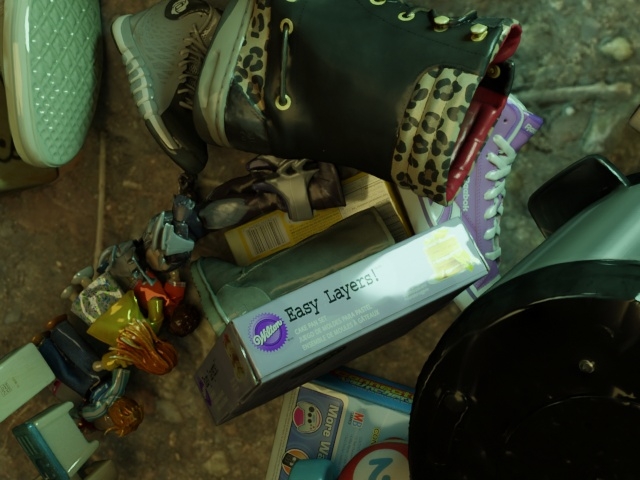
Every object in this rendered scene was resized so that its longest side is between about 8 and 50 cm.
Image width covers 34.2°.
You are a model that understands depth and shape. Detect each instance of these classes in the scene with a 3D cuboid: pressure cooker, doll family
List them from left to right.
[{"bbox_3d":[-0.253,0.140,1.224,0.163,0.118,0.263,42,109,10],"label":"doll family"},{"bbox_3d":[0.317,0.139,0.898,0.375,0.420,0.370,13,114,28],"label":"pressure cooker"}]

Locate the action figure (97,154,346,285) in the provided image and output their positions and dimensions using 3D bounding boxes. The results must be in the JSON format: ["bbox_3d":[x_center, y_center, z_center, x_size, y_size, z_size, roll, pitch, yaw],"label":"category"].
[{"bbox_3d":[-0.118,-0.034,1.139,0.285,0.185,0.099,-26,112,3],"label":"action figure"}]

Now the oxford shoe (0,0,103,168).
[{"bbox_3d":[-0.339,-0.300,1.164,0.130,0.169,0.449,-7,89,15],"label":"oxford shoe"}]

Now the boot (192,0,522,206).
[{"bbox_3d":[0.060,-0.232,1.022,0.284,0.138,0.377,22,87,22],"label":"boot"}]

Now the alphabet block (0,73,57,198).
[{"bbox_3d":[-0.457,-0.127,1.207,0.193,0.197,0.192,-17,93,18],"label":"alphabet block"}]

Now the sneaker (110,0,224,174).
[{"bbox_3d":[-0.140,-0.189,1.133,0.132,0.086,0.229,-31,62,9],"label":"sneaker"}]

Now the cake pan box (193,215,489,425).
[{"bbox_3d":[0.009,0.088,1.022,0.245,0.267,0.070,-22,78,-19],"label":"cake pan box"}]

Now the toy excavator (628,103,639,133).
[{"bbox_3d":[0.454,-0.302,0.869,0.222,0.433,0.445,39,79,8],"label":"toy excavator"}]

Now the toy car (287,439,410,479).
[{"bbox_3d":[0.062,0.322,1.002,0.219,0.238,0.210,-7,96,17],"label":"toy car"}]

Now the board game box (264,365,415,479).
[{"bbox_3d":[0.083,0.322,1.167,0.302,0.086,0.308,16,103,14],"label":"board game box"}]

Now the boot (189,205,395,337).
[{"bbox_3d":[-0.031,0.021,1.120,0.208,0.190,0.076,-35,119,-1],"label":"boot"}]

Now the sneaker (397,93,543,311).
[{"bbox_3d":[0.170,-0.055,1.078,0.161,0.102,0.282,-23,91,16],"label":"sneaker"}]

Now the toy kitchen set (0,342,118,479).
[{"bbox_3d":[-0.365,0.250,1.229,0.166,0.122,0.207,-20,105,46],"label":"toy kitchen set"}]

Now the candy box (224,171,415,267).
[{"bbox_3d":[0.000,0.000,1.175,0.206,0.027,0.105,-23,93,19],"label":"candy box"}]
